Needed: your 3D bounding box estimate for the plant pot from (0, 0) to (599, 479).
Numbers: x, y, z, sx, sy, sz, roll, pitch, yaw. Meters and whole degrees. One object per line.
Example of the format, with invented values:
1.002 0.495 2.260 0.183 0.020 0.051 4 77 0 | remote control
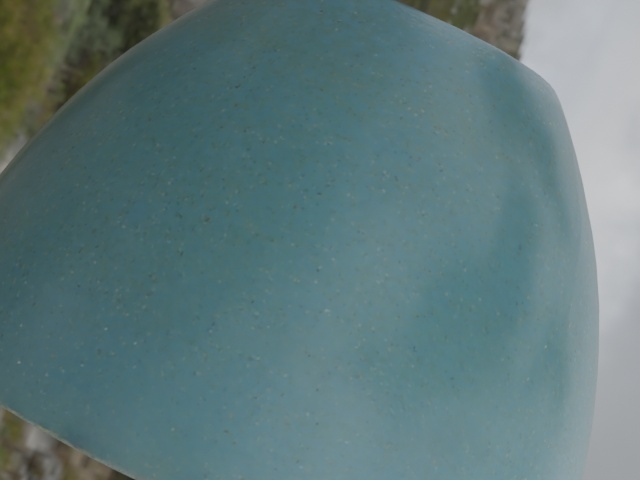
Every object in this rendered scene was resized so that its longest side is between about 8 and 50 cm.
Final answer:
0.000 0.000 0.630 0.290 0.290 0.195 -56 169 -90 | plant pot
